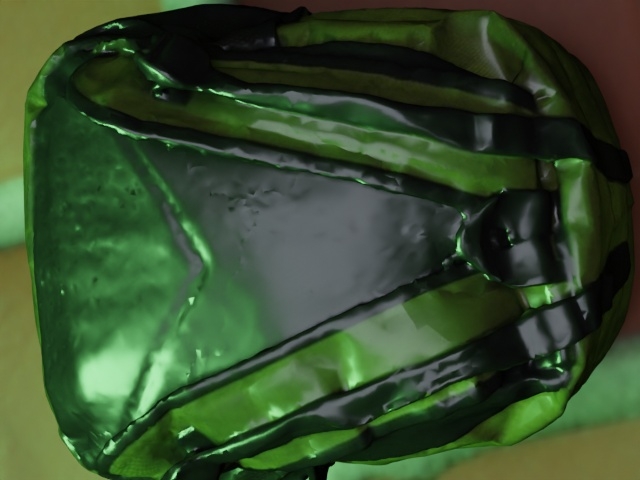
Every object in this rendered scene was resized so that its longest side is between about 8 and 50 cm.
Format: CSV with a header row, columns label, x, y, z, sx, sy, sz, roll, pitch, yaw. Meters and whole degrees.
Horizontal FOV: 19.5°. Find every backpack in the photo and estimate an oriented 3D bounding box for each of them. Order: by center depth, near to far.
label,x,y,z,sx,sy,sz,roll,pitch,yaw
backpack,0.000,0.000,0.761,0.253,0.140,0.207,-6,92,16
